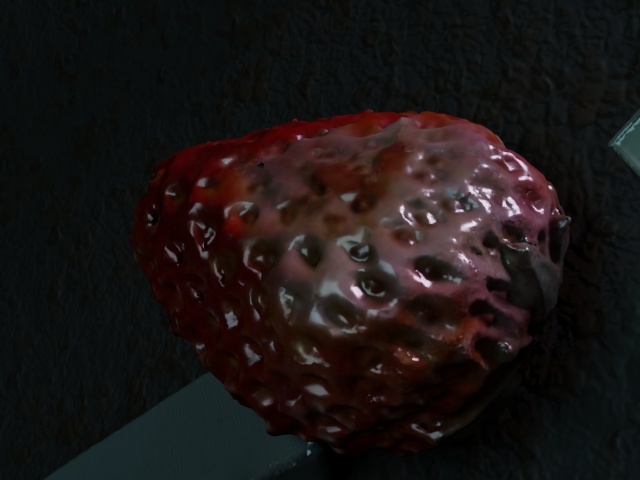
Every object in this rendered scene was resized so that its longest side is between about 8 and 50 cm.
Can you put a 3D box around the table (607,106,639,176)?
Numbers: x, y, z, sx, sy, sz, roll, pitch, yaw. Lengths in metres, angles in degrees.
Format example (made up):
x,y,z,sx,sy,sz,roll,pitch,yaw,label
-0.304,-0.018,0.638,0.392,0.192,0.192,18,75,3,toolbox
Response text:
x,y,z,sx,sy,sz,roll,pitch,yaw,label
0.307,-0.096,0.832,0.240,0.121,0.111,-51,48,17,table

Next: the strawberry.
x,y,z,sx,sy,sz,roll,pitch,yaw,label
0.000,0.000,0.995,0.336,0.149,0.265,15,70,28,strawberry

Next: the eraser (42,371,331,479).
x,y,z,sx,sy,sz,roll,pitch,yaw,label
-0.115,0.198,1.141,0.352,0.077,0.111,-34,52,29,eraser
